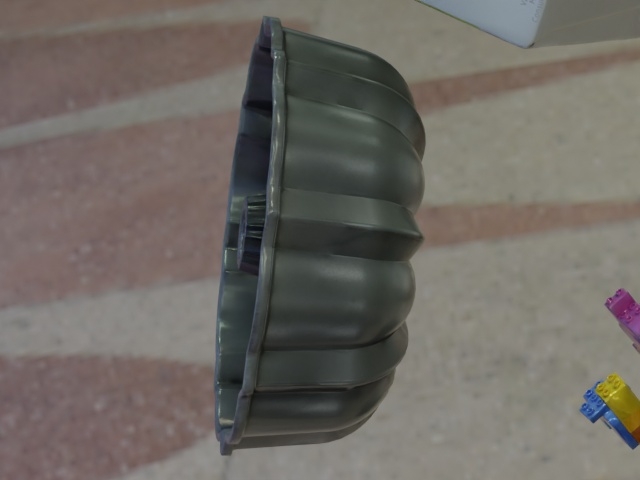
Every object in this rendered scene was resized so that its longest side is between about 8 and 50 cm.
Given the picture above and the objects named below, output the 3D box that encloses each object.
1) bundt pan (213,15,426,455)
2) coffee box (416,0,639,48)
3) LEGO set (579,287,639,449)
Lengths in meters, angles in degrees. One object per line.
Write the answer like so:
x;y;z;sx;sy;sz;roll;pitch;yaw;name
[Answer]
0.000;0.000;1.452;0.124;0.331;0.331;5;21;-8;bundt pan
0.160;-0.362;1.438;0.334;0.338;0.338;29;25;32;coffee box
0.234;0.107;1.365;0.087;0.093;0.227;-42;26;-1;LEGO set
